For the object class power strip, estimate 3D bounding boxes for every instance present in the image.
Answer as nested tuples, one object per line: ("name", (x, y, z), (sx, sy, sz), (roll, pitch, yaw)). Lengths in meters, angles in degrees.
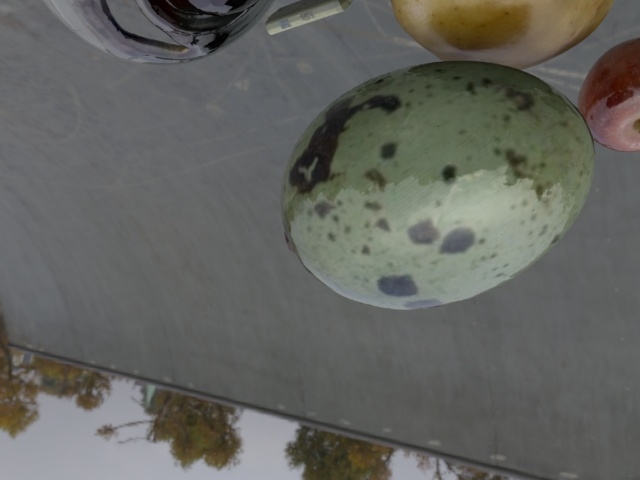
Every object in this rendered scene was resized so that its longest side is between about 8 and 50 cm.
("power strip", (-0.010, -0.532, 1.453), (0.268, 0.092, 0.034), (-4, 131, 37))

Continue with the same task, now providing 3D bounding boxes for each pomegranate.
("pomegranate", (0.222, -0.345, 0.788), (0.307, 0.307, 0.307), (9, 169, 2))

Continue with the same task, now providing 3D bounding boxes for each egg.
("egg", (0.127, -0.062, 0.761), (0.379, 0.287, 0.287), (-8, 161, 29))

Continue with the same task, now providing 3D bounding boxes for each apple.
("apple", (0.529, -0.246, 1.056), (0.201, 0.162, 0.201), (-1, 148, -1))

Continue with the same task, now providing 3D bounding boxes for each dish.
("dish", (-0.108, -0.259, 0.564), (0.134, 0.273, 0.273), (48, -169, 31))

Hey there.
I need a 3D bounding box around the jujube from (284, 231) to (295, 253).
("jujube", (0.001, 0.004, 1.309), (0.166, 0.104, 0.104), (24, 180, 36))
